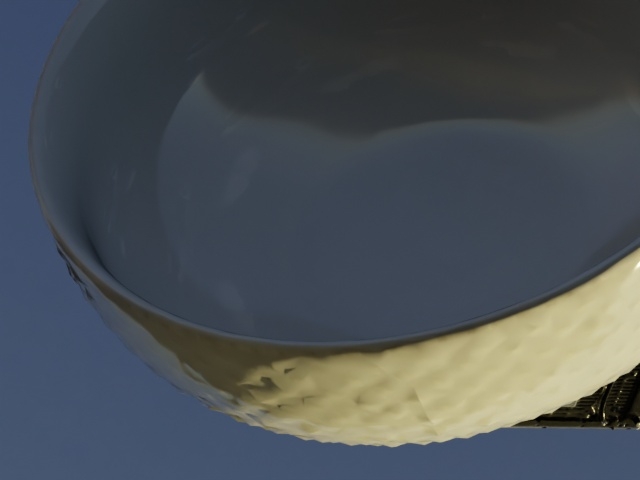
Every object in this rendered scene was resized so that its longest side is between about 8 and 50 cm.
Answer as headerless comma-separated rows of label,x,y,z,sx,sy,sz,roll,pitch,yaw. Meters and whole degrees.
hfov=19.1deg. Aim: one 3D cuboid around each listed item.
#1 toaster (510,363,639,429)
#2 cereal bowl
toaster,0.164,0.052,1.398,0.186,0.110,0.168,2,-54,-17
cereal bowl,0.047,-0.040,0.864,0.339,0.339,0.141,5,-40,24
